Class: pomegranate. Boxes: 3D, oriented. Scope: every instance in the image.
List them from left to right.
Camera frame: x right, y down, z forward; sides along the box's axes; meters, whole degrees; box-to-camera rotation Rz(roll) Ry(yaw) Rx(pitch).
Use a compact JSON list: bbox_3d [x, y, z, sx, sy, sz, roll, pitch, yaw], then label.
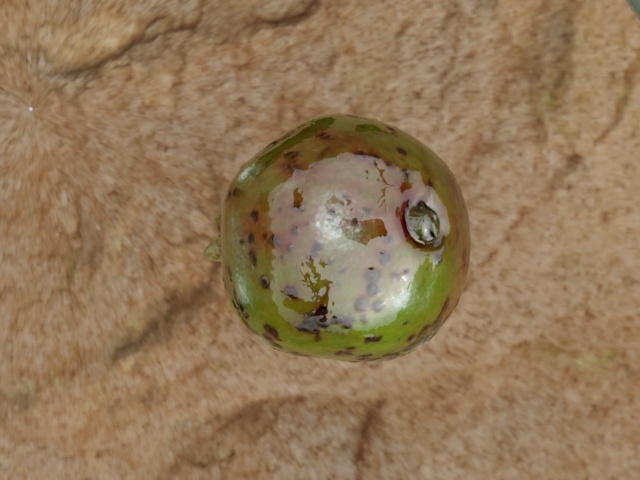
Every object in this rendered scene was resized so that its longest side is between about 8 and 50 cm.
[{"bbox_3d":[0.000,0.000,0.795,0.159,0.205,0.159,-4,96,-37],"label":"pomegranate"}]

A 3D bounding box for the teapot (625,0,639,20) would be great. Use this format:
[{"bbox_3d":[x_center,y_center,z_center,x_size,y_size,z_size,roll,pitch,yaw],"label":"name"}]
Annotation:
[{"bbox_3d":[0.159,-0.159,0.314,0.220,0.149,0.318,4,140,21],"label":"teapot"}]
